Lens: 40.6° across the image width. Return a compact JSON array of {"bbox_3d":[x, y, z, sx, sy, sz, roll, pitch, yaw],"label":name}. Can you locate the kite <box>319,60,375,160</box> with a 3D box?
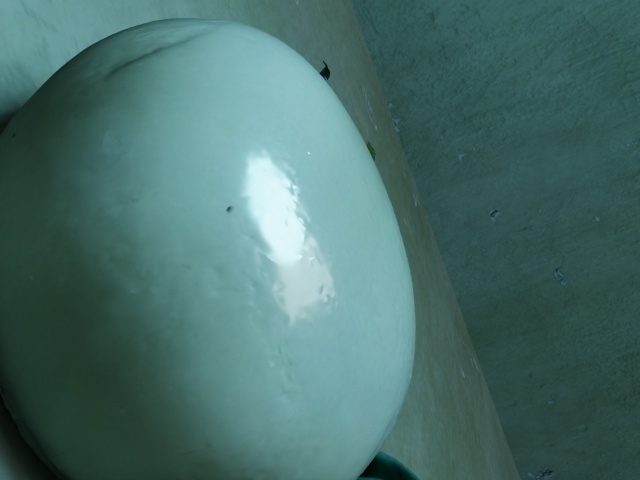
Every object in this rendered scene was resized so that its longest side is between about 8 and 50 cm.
[{"bbox_3d":[0.002,-0.001,0.756,0.169,0.015,0.310,59,-27,23],"label":"kite"}]

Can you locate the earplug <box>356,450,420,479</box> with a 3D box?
[{"bbox_3d":[0.004,0.256,0.576,0.280,0.164,0.257,74,15,-59],"label":"earplug"}]

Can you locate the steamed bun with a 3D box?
[{"bbox_3d":[-0.054,0.016,0.550,0.324,0.206,0.324,-19,90,-77],"label":"steamed bun"}]
